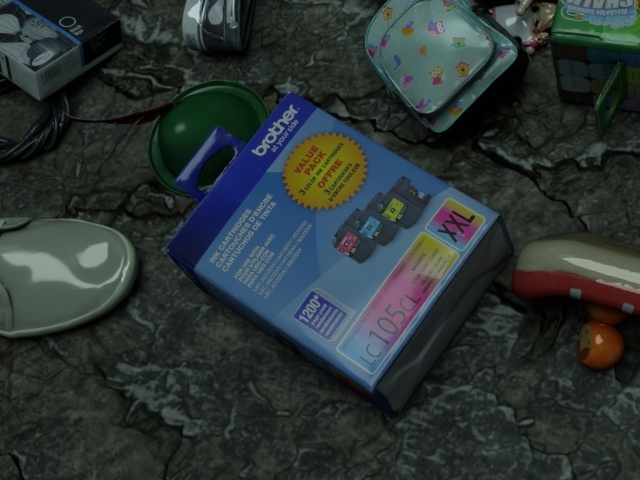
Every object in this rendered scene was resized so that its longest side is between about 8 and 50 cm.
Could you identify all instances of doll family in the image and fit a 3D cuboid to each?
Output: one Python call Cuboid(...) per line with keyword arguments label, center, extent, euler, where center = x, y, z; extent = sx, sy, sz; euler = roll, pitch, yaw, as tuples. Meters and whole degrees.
Cuboid(label="doll family", center=(0.258, -0.385, 1.783), extent=(0.163, 0.118, 0.263), euler=(-8, 68, 14))

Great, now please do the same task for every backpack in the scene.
Cuboid(label="backpack", center=(0.150, -0.245, 1.725), extent=(0.166, 0.144, 0.188), euler=(-47, 66, 15))

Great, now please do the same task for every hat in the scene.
Cuboid(label="hat", center=(-0.181, -0.165, 1.766), extent=(0.173, 0.183, 0.208), euler=(34, 79, 24))

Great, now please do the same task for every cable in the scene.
Cuboid(label="cable", center=(-0.449, -0.179, 1.924), extent=(0.184, 0.047, 0.151), euler=(-20, 69, 1))

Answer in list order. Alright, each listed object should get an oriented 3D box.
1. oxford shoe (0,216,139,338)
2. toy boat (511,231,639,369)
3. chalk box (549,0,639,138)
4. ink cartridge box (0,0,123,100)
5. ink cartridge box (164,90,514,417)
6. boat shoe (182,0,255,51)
Cuboid(label="oxford shoe", center=(-0.465, 0.034, 1.788), extent=(0.449, 0.130, 0.169), euler=(2, 67, 14))
Cuboid(label="toy boat", center=(0.336, 0.079, 1.573), extent=(0.231, 0.151, 0.151), euler=(16, 101, 20))
Cuboid(label="chalk box", center=(0.394, -0.270, 1.669), extent=(0.179, 0.180, 0.289), euler=(9, 71, 18))
Cuboid(label="ink cartridge box", center=(-0.462, -0.340, 1.952), extent=(0.332, 0.065, 0.165), euler=(33, 57, 25))
Cuboid(label="ink cartridge box", center=(0.000, 0.000, 1.673), extent=(0.395, 0.151, 0.270), euler=(32, 78, 25))
Cuboid(label="boat shoe", center=(-0.112, -0.407, 1.897), extent=(0.102, 0.108, 0.301), euler=(8, 72, 17))
